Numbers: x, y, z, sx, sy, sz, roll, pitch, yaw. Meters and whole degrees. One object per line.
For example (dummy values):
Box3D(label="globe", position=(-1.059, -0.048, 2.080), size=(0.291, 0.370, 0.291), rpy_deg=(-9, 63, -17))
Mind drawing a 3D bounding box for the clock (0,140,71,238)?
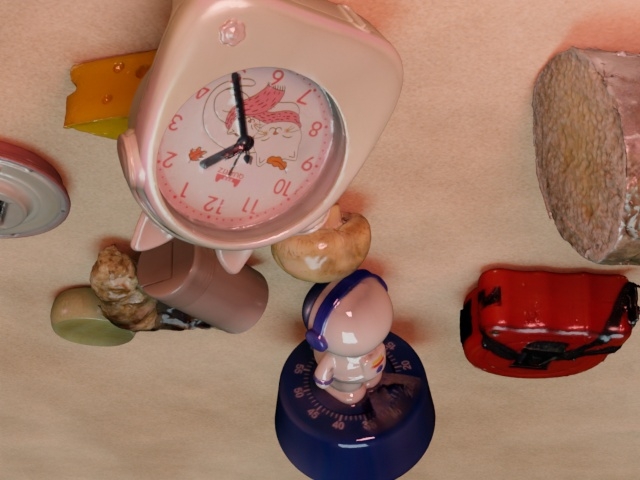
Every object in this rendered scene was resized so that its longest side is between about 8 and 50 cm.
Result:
Box3D(label="clock", position=(-0.458, -0.063, 1.811), size=(0.244, 0.056, 0.244), rpy_deg=(2, 155, 1))

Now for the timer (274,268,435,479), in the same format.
Box3D(label="timer", position=(0.049, 0.186, 2.134), size=(0.270, 0.270, 0.384), rpy_deg=(0, 139, 4))

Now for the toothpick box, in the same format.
Box3D(label="toothpick box", position=(-0.171, 0.060, 1.986), size=(0.111, 0.111, 0.180), rpy_deg=(-15, 151, 31))

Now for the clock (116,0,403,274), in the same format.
Box3D(label="clock", position=(-0.086, -0.116, 1.440), size=(0.265, 0.109, 0.324), rpy_deg=(16, 114, -32))

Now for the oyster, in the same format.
Box3D(label="oyster", position=(-0.242, 0.103, 2.082), size=(0.294, 0.094, 0.166), rpy_deg=(25, 155, -28))

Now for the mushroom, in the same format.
Box3D(label="mushroom", position=(0.000, 0.000, 1.846), size=(0.148, 0.112, 0.148), rpy_deg=(7, -170, -1))

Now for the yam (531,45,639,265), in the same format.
Box3D(label="yam", position=(0.428, -0.091, 1.505), size=(0.348, 0.241, 0.241), rpy_deg=(2, 154, -8))

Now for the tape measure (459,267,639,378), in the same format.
Box3D(label="tape measure", position=(0.346, 0.135, 2.104), size=(0.253, 0.114, 0.260), rpy_deg=(4, 154, -4))

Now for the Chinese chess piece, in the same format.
Box3D(label="Chinese chess piece", position=(-0.366, 0.124, 2.193), size=(0.144, 0.059, 0.144), rpy_deg=(3, 155, 1))

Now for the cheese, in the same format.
Box3D(label="cheese", position=(-0.205, -0.160, 1.547), size=(0.171, 0.093, 0.126), rpy_deg=(2, 154, -1))
